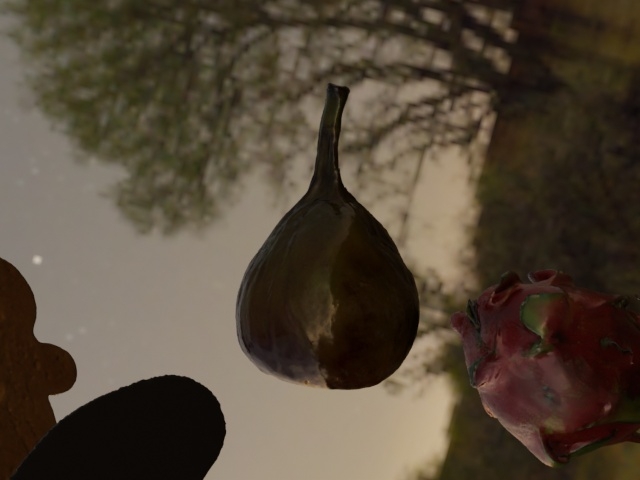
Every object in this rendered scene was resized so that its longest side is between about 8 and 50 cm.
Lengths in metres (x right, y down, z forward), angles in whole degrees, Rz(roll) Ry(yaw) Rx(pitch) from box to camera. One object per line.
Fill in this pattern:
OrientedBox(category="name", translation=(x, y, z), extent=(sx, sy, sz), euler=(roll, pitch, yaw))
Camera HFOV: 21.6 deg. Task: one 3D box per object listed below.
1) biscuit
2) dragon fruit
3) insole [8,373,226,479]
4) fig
OrientedBox(category="biscuit", translation=(-0.391, 0.184, 2.053), extent=(0.216, 0.047, 0.339), euler=(-2, -106, -49))
OrientedBox(category="dragon fruit", translation=(0.277, 0.116, 1.727), extent=(0.198, 0.269, 0.200), euler=(105, 147, -53))
OrientedBox(category="insole", translation=(-0.204, 0.220, 1.295), extent=(0.348, 0.119, 0.009), euler=(-42, 2, -31))
OrientedBox(category="fig", translation=(0.032, 0.011, 1.652), extent=(0.190, 0.191, 0.290), euler=(72, -140, -76))
